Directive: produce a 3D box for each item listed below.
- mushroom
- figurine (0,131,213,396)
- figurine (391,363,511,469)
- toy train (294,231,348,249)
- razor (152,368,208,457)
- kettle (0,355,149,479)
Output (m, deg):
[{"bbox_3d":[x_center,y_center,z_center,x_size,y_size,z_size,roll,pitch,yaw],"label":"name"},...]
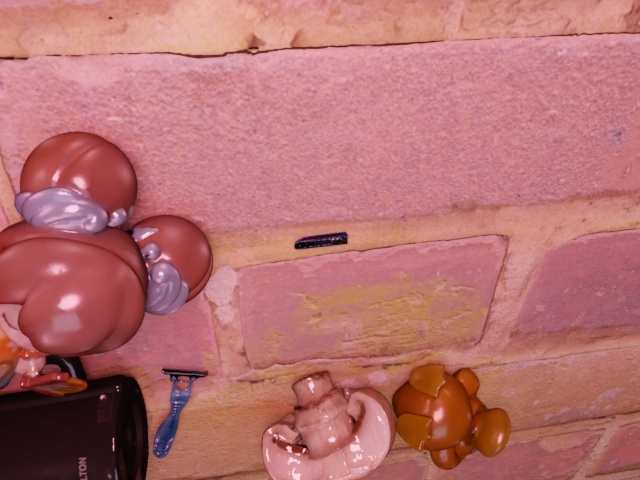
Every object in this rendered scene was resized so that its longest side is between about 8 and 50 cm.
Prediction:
[{"bbox_3d":[0.014,0.355,1.052,0.254,0.195,0.189,-22,164,-1],"label":"mushroom"},{"bbox_3d":[-0.356,0.072,0.700,0.388,0.248,0.276,-23,134,19],"label":"figurine"},{"bbox_3d":[0.254,0.350,1.101,0.228,0.215,0.215,24,121,-12],"label":"figurine"},{"bbox_3d":[0.000,0.000,0.839,0.083,0.017,0.017,-7,128,-8],"label":"toy train"},{"bbox_3d":[-0.280,0.331,1.036,0.082,0.042,0.253,10,127,-21],"label":"razor"},{"bbox_3d":[-0.461,0.324,0.890,0.308,0.203,0.262,-5,132,-5],"label":"kettle"}]
